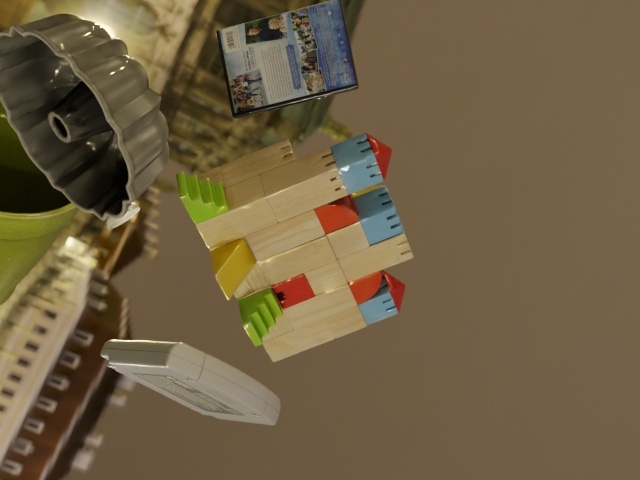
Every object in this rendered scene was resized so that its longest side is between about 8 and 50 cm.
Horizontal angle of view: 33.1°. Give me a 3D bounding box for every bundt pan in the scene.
[{"bbox_3d":[-0.355,-0.201,1.653,0.124,0.331,0.331,-38,-178,-33],"label":"bundt pan"}]

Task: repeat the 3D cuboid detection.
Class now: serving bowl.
[{"bbox_3d":[-0.442,-0.060,2.384,0.083,0.027,0.083,-36,176,-3],"label":"serving bowl"}]

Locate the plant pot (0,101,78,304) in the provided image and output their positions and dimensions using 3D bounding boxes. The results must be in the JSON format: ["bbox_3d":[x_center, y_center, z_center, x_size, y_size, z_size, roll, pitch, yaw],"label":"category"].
[{"bbox_3d":[-0.646,-0.056,2.028,0.366,0.366,0.353,-87,-158,-49],"label":"plant pot"}]

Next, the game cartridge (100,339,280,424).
[{"bbox_3d":[-0.209,0.244,1.850,0.198,0.297,0.062,-6,-120,36],"label":"game cartridge"}]

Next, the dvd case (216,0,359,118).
[{"bbox_3d":[-0.065,-0.348,2.068,0.022,0.253,0.180,28,50,-78],"label":"dvd case"}]

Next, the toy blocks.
[{"bbox_3d":[0.000,0.000,1.448,0.261,0.381,0.191,-21,-137,3],"label":"toy blocks"}]
